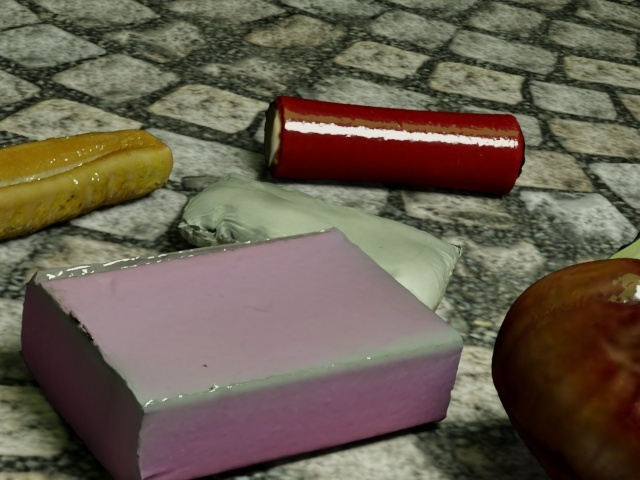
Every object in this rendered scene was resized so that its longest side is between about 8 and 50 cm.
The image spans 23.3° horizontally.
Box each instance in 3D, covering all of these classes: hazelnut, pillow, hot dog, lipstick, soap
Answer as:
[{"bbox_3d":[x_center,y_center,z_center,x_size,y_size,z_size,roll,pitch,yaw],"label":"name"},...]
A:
[{"bbox_3d":[0.213,0.096,1.018,0.204,0.178,0.178,35,30,5],"label":"hazelnut"},{"bbox_3d":[0.000,0.000,1.284,0.229,0.051,0.128,19,30,15],"label":"pillow"},{"bbox_3d":[-0.236,-0.042,1.273,0.285,0.061,0.088,-15,38,-43],"label":"hot dog"},{"bbox_3d":[0.069,-0.088,1.455,0.241,0.080,0.080,3,27,-12],"label":"lipstick"},{"bbox_3d":[-0.054,0.075,1.078,0.259,0.081,0.181,-8,32,-34],"label":"soap"}]

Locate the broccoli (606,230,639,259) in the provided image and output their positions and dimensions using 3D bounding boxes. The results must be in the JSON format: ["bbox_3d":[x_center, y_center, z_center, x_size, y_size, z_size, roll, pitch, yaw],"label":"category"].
[{"bbox_3d":[0.320,0.063,1.208,0.180,0.273,0.242,54,13,-11],"label":"broccoli"}]
